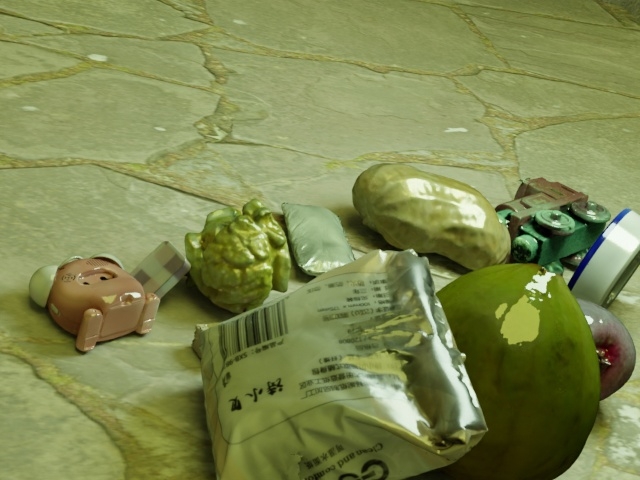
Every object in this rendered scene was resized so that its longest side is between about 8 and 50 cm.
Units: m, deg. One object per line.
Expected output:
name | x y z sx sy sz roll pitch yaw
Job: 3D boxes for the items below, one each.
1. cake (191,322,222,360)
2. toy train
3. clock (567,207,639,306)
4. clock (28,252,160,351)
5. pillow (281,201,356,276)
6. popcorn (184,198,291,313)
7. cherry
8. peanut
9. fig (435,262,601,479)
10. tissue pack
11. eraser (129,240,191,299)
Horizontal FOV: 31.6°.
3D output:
cake | -0.145 0.154 1.799 0.065 0.052 0.121 38 35 29
toy train | 0.469 -0.031 2.398 0.304 0.150 0.221 -16 37 -44
clock | 0.572 0.051 2.233 0.083 0.230 0.230 38 34 20
clock | -0.351 0.080 1.753 0.166 0.093 0.162 -16 44 -45
pillow | 0.000 0.000 2.131 0.128 0.051 0.229 13 30 -20
popcorn | -0.141 0.031 1.899 0.185 0.167 0.187 -37 25 -29
cherry | 0.438 0.189 1.980 0.213 0.184 0.266 24 15 -25
peanut | 0.224 -0.054 2.250 0.339 0.158 0.174 12 31 -13
fig | 0.272 0.198 1.717 0.343 0.343 0.343 16 31 -10
tissue pack | 0.014 0.197 1.567 0.375 0.195 0.390 -24 39 11
eraser | -0.266 0.056 1.839 0.065 0.105 0.026 42 -8 33
